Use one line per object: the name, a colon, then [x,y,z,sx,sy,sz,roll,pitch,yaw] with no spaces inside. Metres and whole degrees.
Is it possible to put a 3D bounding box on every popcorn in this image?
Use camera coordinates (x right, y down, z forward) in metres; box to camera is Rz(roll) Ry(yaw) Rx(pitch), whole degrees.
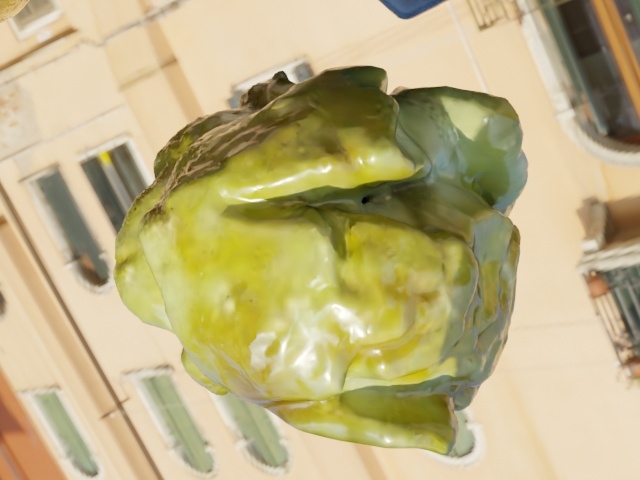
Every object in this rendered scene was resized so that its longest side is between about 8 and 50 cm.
popcorn: [-0.006,0.004,0.647,0.276,0.276,0.225,-2,-112,59]

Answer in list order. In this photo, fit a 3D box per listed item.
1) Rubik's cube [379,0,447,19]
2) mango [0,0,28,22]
Rubik's cube: [0.086,-0.372,0.656,0.292,0.287,0.293,-18,-134,48]
mango: [-0.327,-0.245,0.912,0.157,0.108,0.262,-1,-164,0]
